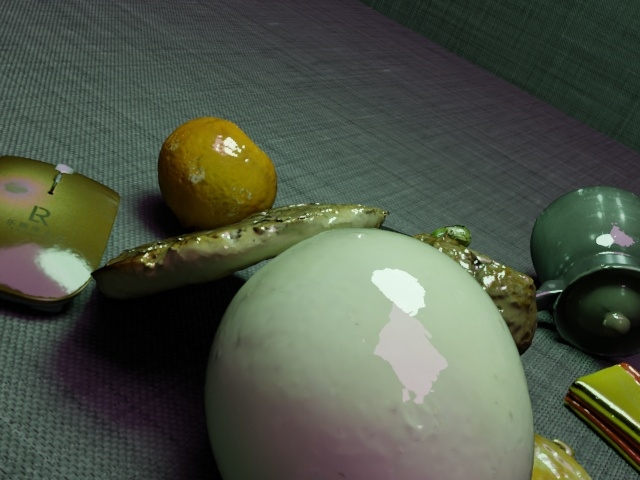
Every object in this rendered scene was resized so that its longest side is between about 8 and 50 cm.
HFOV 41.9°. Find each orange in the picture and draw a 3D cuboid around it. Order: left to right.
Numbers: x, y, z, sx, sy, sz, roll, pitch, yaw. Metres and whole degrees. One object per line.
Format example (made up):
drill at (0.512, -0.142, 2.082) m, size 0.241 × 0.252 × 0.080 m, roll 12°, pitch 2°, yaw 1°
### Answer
orange at (-0.144, -0.087, 1.162) m, size 0.177 × 0.155 × 0.177 m, roll 53°, pitch -8°, yaw 10°

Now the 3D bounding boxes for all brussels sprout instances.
brussels sprout at (0.225, -0.006, 1.471) m, size 0.083 × 0.046 × 0.051 m, roll 4°, pitch 13°, yaw -34°

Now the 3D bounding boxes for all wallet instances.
wallet at (0.463, 0.258, 1.121) m, size 0.141 × 0.067 × 0.241 m, roll -12°, pitch 41°, yaw -38°

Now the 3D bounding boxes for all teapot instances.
teapot at (0.431, 0.047, 1.362) m, size 0.305 × 0.223 × 0.285 m, roll 25°, pitch 32°, yaw -8°

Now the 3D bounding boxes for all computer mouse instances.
computer mouse at (-0.328, -0.028, 0.991) m, size 0.158 × 0.072 × 0.310 m, roll 20°, pitch 24°, yaw -14°

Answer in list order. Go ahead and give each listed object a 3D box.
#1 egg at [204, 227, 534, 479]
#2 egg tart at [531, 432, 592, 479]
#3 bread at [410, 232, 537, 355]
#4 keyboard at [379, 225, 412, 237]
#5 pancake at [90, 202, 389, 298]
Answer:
egg at (0.044, 0.149, 0.730) m, size 0.283 × 0.283 × 0.345 m, roll 12°, pitch 32°, yaw -26°
egg tart at (0.209, 0.273, 0.846) m, size 0.241 × 0.106 × 0.241 m, roll 19°, pitch 28°, yaw -11°
bread at (0.194, 0.071, 1.135) m, size 0.230 × 0.123 × 0.230 m, roll 27°, pitch 1°, yaw 0°
keyboard at (0.107, 0.007, 1.307) m, size 0.381 × 0.041 × 0.103 m, roll 10°, pitch 28°, yaw -38°
pancake at (-0.090, 0.006, 0.934) m, size 0.356 × 0.065 × 0.356 m, roll -14°, pitch 1°, yaw 0°
